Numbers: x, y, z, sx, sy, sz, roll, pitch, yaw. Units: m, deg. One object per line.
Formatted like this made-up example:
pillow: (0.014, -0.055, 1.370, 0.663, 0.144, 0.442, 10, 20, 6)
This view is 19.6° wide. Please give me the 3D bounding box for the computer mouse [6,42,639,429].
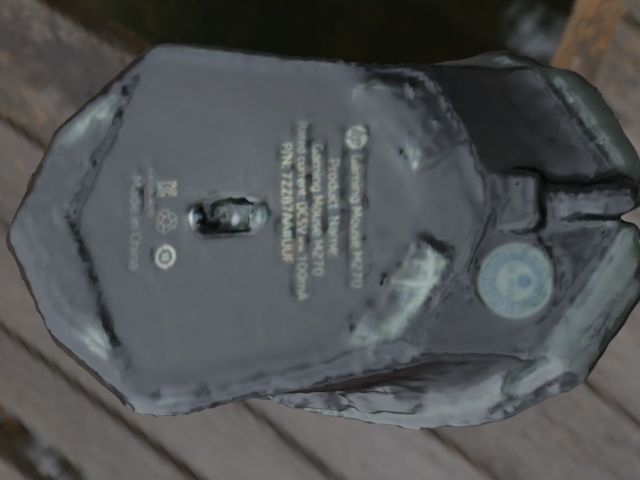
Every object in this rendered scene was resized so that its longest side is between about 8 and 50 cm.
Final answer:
computer mouse: (0.000, 0.000, 0.523, 0.192, 0.106, 0.062, -1, 170, 21)
